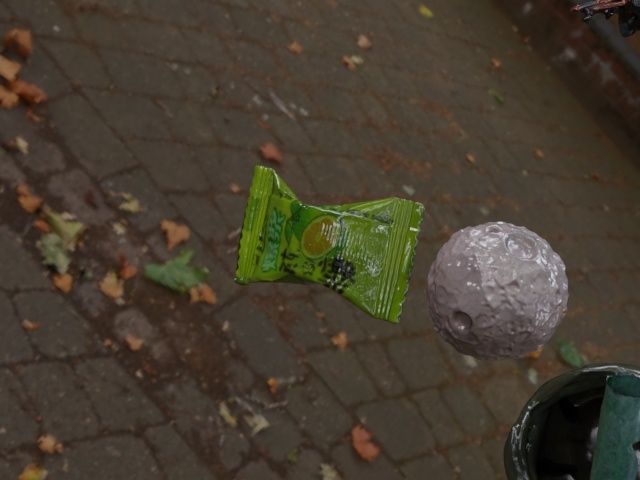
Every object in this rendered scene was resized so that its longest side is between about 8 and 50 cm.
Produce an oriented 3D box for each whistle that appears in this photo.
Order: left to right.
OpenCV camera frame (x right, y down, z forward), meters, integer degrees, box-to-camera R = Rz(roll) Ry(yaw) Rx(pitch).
[{"bbox_3d":[0.242,0.199,0.777,0.039,0.186,0.039,1,22,-1],"label":"whistle"}]

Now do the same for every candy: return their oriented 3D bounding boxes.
[{"bbox_3d":[0.000,0.000,1.084,0.246,0.149,0.069,12,0,29],"label":"candy"}]

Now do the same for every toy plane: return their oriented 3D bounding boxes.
[{"bbox_3d":[0.289,-0.210,0.811,0.189,0.130,0.061,-16,96,-63],"label":"toy plane"}]

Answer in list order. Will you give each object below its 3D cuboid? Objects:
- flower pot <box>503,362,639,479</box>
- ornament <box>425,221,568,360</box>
[{"bbox_3d":[0.418,0.325,1.334,0.302,0.302,0.213,60,16,24],"label":"flower pot"},{"bbox_3d":[0.323,0.086,1.697,0.259,0.225,0.259,9,45,-9],"label":"ornament"}]
